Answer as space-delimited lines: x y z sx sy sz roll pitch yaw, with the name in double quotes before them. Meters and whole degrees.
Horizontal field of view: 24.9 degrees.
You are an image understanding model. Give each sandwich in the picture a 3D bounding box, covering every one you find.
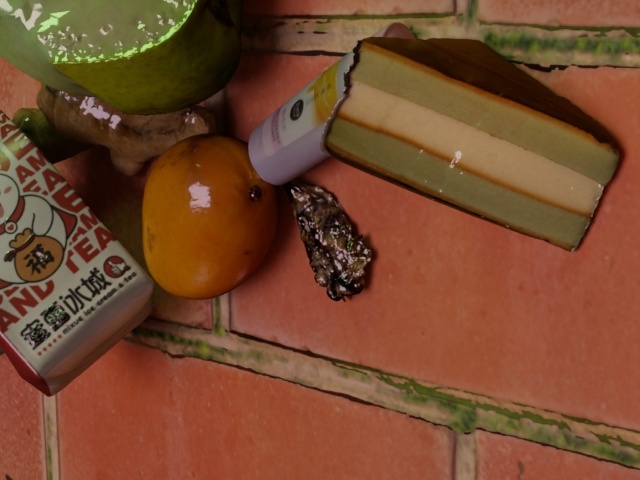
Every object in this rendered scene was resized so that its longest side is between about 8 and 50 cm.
"sandwich" 0.120 -0.074 1.176 0.187 0.144 0.117 42 128 33

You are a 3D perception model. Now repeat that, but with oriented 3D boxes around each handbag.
"handbag" -0.328 0.005 1.553 0.298 0.171 0.151 48 166 4

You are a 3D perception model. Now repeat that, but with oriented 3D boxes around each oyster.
"oyster" -0.001 0.000 1.396 0.132 0.029 0.086 40 124 33

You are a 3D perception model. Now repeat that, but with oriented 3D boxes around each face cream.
"face cream" 0.012 -0.121 1.332 0.198 0.057 0.084 -35 44 43

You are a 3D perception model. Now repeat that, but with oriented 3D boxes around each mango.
"mango" -0.118 -0.017 1.461 0.145 0.112 0.219 50 142 14

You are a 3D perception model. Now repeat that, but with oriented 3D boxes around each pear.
"pear" -0.178 -0.256 1.421 0.282 0.176 0.286 39 89 18

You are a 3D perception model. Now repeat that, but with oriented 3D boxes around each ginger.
"ginger" -0.227 -0.133 1.569 0.334 0.081 0.147 13 107 38

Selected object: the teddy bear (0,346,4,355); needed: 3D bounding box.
"teddy bear" -0.320 0.042 1.674 0.111 0.133 0.213 15 95 23
